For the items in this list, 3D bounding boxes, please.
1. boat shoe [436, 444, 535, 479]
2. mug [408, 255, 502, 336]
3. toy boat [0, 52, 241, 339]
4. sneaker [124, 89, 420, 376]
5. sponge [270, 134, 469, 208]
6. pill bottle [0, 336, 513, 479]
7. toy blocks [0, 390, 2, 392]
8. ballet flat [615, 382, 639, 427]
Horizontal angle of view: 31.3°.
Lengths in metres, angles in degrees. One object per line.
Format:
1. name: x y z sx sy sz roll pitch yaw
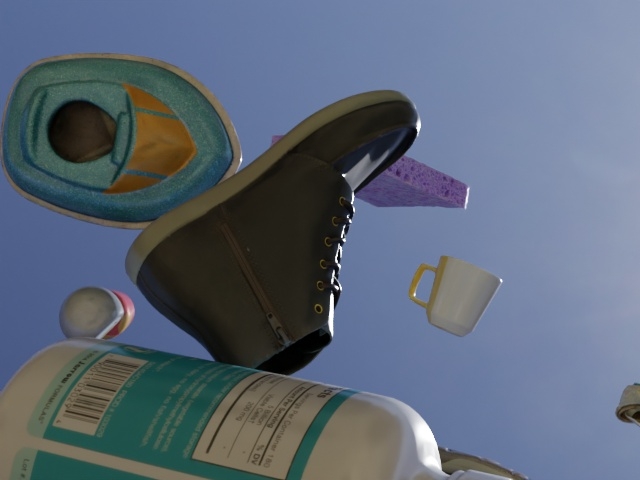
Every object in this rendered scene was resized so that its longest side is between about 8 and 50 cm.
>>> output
1. boat shoe: 0.113 0.243 1.005 0.324 0.123 0.116 14 -102 42
2. mug: 0.127 0.054 1.077 0.062 0.064 0.078 25 174 -22
3. toy boat: -0.224 -0.045 1.233 0.267 0.318 0.148 5 180 3
4. sneaker: 0.000 0.000 0.721 0.222 0.083 0.118 -35 -112 -19
5. sponge: 0.054 -0.068 1.179 0.117 0.210 0.031 4 -99 37
6. pill bottle: -0.037 0.141 0.591 0.264 0.146 0.146 9 -139 23
7. toy blocks: -0.257 0.125 0.838 0.123 0.148 0.054 22 -105 -23
8. ballet flat: 0.396 0.198 1.288 0.057 0.168 0.052 43 -105 -14
